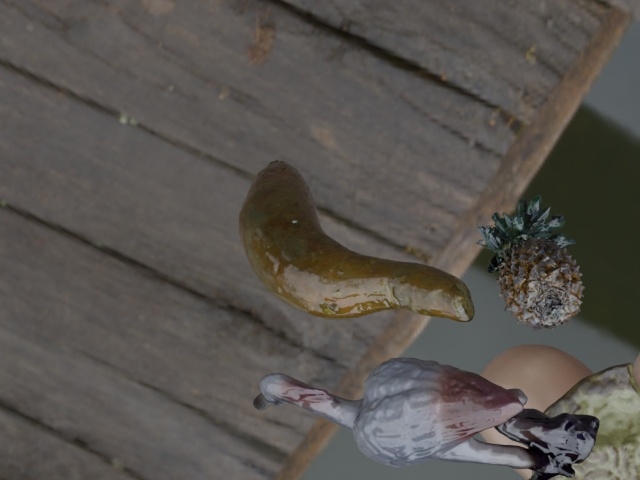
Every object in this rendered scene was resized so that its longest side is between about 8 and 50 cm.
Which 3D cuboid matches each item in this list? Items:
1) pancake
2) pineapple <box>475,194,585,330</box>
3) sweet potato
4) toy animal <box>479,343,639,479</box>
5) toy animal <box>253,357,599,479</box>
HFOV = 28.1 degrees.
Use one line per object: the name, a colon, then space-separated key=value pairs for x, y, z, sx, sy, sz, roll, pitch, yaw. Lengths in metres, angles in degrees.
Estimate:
pancake: x=0.321 y=0.238 z=1.283 sx=0.235 sy=0.212 sz=0.029 roll=32 pitch=172 yaw=1
pineapple: x=0.225 y=0.026 z=1.326 sx=0.103 sy=0.221 sz=0.083 roll=-20 pitch=112 yaw=6
sweet potato: x=-0.004 y=0.005 z=1.087 sx=0.108 sy=0.346 sz=0.079 roll=-34 pitch=126 yaw=-14
toy animal: x=0.350 y=0.252 z=1.687 sx=0.326 sy=0.237 sz=0.269 roll=39 pitch=151 yaw=22
toy animal: x=0.071 y=0.151 z=1.095 sx=0.324 sy=0.091 sz=0.195 roll=8 pitch=156 yaw=14
